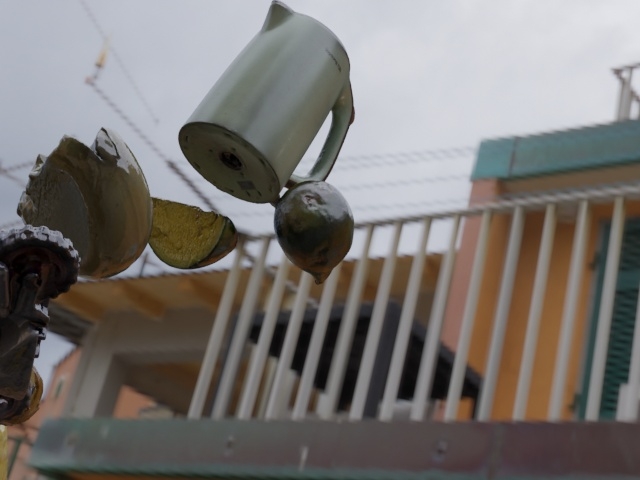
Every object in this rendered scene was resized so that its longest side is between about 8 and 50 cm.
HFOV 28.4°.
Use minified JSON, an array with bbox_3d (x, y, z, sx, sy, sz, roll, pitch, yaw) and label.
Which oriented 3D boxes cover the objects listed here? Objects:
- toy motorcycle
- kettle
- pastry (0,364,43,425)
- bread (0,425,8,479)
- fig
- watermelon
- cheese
[{"bbox_3d":[-0.266,0.061,0.983,0.122,0.080,0.215,12,-50,-19],"label":"toy motorcycle"},{"bbox_3d":[-0.056,-0.179,1.827,0.165,0.255,0.240,-3,-44,45],"label":"kettle"},{"bbox_3d":[-0.361,0.140,1.314,0.153,0.081,0.153,17,-30,10],"label":"pastry"},{"bbox_3d":[-0.497,0.283,1.617,0.197,0.171,0.197,8,13,-2],"label":"bread"},{"bbox_3d":[0.000,0.000,1.718,0.117,0.117,0.177,3,-38,22],"label":"fig"},{"bbox_3d":[-0.175,-0.007,1.758,0.181,0.092,0.075,12,8,40],"label":"watermelon"},{"bbox_3d":[-0.274,-0.049,1.507,0.175,0.091,0.202,45,-41,10],"label":"cheese"}]
